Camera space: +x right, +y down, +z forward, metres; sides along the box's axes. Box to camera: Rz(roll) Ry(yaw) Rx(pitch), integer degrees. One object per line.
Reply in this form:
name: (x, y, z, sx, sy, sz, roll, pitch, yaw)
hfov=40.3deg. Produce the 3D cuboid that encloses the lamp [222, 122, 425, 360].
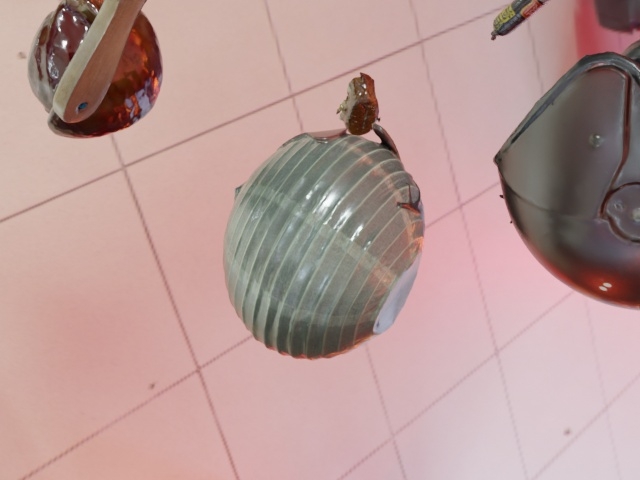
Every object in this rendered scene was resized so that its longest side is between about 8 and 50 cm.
lamp: (0.000, 0.000, 0.976, 0.233, 0.233, 0.265, -9, 133, -40)

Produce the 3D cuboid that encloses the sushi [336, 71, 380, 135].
sushi: (0.058, -0.199, 1.286, 0.061, 0.118, 0.060, 3, 56, -20)

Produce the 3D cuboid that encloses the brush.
brush: (-0.177, -0.249, 0.784, 0.327, 0.065, 0.070, -56, 164, 28)

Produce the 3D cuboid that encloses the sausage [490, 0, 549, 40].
sausage: (0.227, -0.250, 0.807, 0.028, 0.198, 0.025, -26, 80, -46)

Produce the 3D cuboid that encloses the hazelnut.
hazelnut: (-0.281, -0.223, 1.062, 0.160, 0.202, 0.170, 4, 136, -47)

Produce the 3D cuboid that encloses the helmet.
helmet: (0.230, -0.047, 0.611, 0.189, 0.215, 0.193, -25, 113, -54)
